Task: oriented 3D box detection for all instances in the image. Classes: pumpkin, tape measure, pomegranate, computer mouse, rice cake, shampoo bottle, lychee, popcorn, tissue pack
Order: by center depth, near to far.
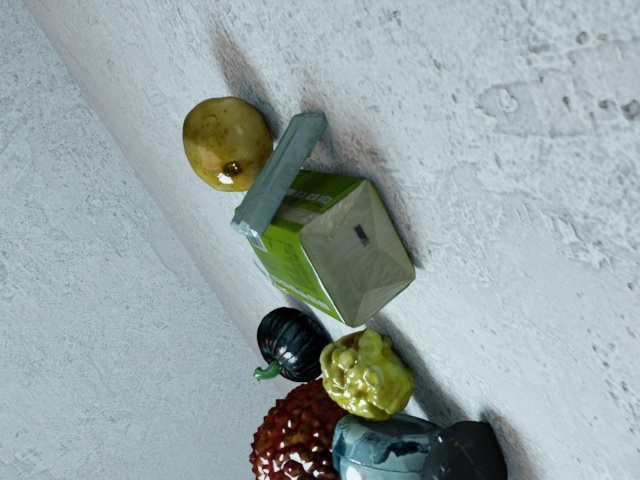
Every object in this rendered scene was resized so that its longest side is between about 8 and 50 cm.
[{"bbox_3d":[-0.067,-0.105,0.943,0.040,0.226,0.085,32,176,-29],"label":"rice cake"},{"bbox_3d":[0.000,0.000,1.019,0.275,0.167,0.200,19,143,59],"label":"tissue pack"},{"bbox_3d":[-0.174,-0.190,1.128,0.196,0.196,0.196,47,161,22],"label":"pomegranate"},{"bbox_3d":[0.291,0.480,1.140,0.116,0.183,0.323,23,146,41],"label":"computer mouse"},{"bbox_3d":[0.084,0.290,1.283,0.203,0.200,0.225,30,-154,-35],"label":"popcorn"},{"bbox_3d":[0.162,0.468,1.284,0.256,0.275,0.147,172,103,-76],"label":"tape measure"},{"bbox_3d":[0.040,0.594,1.641,0.500,0.424,0.425,18,-171,-40],"label":"lychee"},{"bbox_3d":[-0.102,0.337,1.773,0.248,0.248,0.248,47,161,22],"label":"pumpkin"},{"bbox_3d":[-0.161,0.081,1.774,0.099,0.043,0.072,48,161,18],"label":"shampoo bottle"}]

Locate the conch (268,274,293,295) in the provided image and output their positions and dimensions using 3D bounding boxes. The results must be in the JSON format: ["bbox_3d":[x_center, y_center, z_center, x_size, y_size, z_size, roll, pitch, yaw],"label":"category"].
[{"bbox_3d":[-0.033,0.054,1.265,0.207,0.130,0.155,13,151,43],"label":"conch"}]
